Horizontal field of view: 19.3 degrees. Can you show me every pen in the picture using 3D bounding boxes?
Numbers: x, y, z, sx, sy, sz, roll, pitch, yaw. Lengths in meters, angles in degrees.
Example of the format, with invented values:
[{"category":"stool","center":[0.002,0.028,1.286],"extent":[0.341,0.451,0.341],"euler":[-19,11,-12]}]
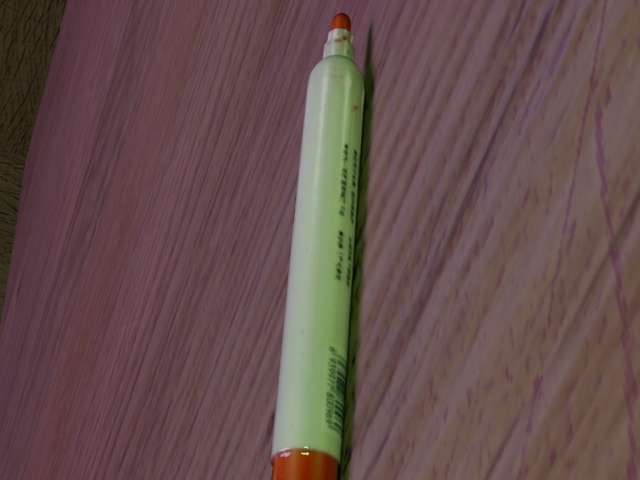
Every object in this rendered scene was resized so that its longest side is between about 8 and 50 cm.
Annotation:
[{"category":"pen","center":[0.000,0.000,0.696],"extent":[0.026,0.026,0.218],"euler":[120,159,-54]}]
